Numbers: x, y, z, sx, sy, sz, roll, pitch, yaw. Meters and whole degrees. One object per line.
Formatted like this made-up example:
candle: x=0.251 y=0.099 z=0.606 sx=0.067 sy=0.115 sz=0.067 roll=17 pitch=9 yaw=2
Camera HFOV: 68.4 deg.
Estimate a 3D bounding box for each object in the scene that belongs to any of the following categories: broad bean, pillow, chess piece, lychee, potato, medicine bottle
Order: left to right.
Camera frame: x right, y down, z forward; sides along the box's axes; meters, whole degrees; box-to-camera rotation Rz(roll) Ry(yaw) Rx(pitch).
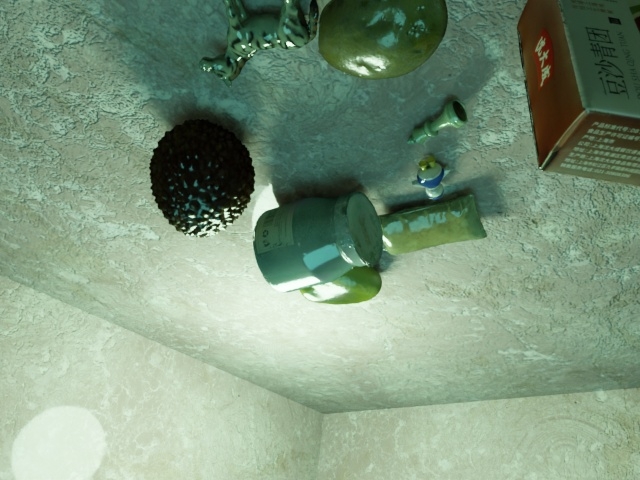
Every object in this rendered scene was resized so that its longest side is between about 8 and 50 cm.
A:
lychee: x=-0.285 y=-0.139 z=1.128 sx=0.267 sy=0.268 sz=0.268 roll=6 pitch=147 yaw=4
medicine bottle: x=0.000 y=0.000 z=1.276 sx=0.289 sy=0.245 sz=0.245 roll=-13 pitch=141 yaw=30
broad bean: x=0.061 y=0.142 z=1.589 sx=0.290 sy=0.119 sz=0.238 roll=-5 pitch=144 yaw=18
potato: x=0.100 y=-0.362 z=0.802 sx=0.235 sy=0.160 sz=0.178 roll=-2 pitch=126 yaw=32
pillow: x=0.292 y=-0.036 z=1.311 sx=0.302 sy=0.075 sz=0.185 roll=-12 pitch=139 yaw=26
chess piece: x=0.245 y=-0.248 z=1.029 sx=0.059 sy=0.059 sz=0.149 roll=29 pitch=148 yaw=-28

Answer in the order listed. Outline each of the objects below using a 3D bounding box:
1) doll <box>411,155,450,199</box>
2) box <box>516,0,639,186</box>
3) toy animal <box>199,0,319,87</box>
doll: x=0.276 y=-0.147 z=1.166 sx=0.098 sy=0.058 sz=0.143 roll=-24 pitch=140 yaw=10
box: x=0.521 y=-0.241 z=0.706 sx=0.384 sy=0.345 sz=0.122 roll=9 pitch=148 yaw=-1
toy animal: x=-0.132 y=-0.398 z=0.861 sx=0.254 sy=0.090 sz=0.170 roll=-10 pitch=147 yaw=30
